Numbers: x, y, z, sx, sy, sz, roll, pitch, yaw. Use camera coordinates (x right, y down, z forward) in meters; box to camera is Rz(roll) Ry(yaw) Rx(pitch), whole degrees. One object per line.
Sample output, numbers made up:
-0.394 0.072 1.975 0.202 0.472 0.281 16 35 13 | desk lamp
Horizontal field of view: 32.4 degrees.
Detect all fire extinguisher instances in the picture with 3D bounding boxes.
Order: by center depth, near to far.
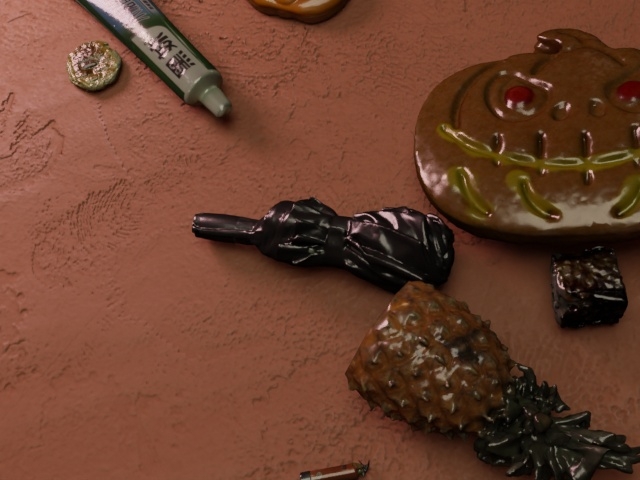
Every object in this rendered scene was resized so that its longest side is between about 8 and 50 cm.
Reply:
0.018 0.274 1.294 0.083 0.022 0.028 -12 35 1 | fire extinguisher

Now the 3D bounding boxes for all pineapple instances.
0.199 0.187 1.251 0.340 0.169 0.169 32 73 10 | pineapple

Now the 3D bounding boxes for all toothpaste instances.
-0.249 -0.300 1.558 0.099 0.061 0.392 -40 66 -9 | toothpaste

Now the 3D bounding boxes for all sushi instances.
0.316 0.061 1.311 0.084 0.094 0.098 -4 49 4 | sushi

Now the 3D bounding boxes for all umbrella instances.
0.000 0.000 1.384 0.340 0.118 0.118 5 67 16 | umbrella

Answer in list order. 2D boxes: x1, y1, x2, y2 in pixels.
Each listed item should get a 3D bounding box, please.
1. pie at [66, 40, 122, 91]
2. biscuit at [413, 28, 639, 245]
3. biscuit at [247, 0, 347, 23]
-0.323 -0.248 1.567 0.084 0.020 0.084 -3 65 6 | pie
0.310 -0.145 1.378 0.394 0.070 0.350 -7 53 11 | biscuit
-0.031 -0.394 1.580 0.170 0.050 0.170 -2 66 5 | biscuit
